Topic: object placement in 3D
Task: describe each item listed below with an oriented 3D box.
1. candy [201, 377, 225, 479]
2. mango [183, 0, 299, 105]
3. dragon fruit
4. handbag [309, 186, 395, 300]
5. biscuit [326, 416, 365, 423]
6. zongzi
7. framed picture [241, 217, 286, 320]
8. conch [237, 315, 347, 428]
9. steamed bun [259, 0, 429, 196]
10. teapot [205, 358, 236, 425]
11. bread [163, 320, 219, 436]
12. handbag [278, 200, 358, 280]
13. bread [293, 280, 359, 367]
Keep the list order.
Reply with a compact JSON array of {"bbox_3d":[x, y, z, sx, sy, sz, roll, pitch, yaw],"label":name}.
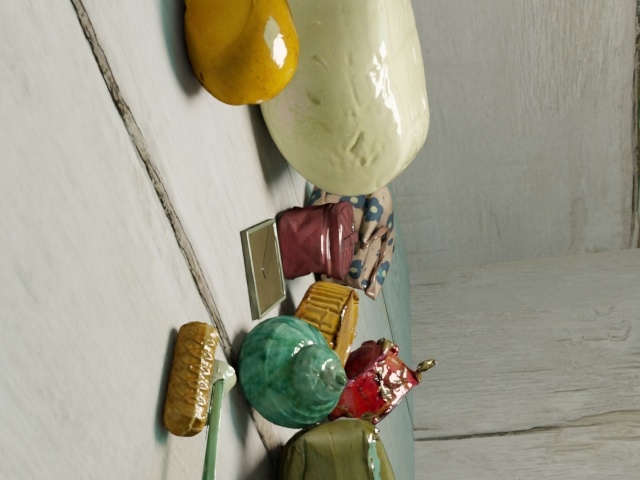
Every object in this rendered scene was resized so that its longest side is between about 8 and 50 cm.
[{"bbox_3d":[-0.127,0.304,1.044,0.093,0.092,0.336,-43,-145,46],"label":"candy"},{"bbox_3d":[-0.119,-0.326,1.358,0.191,0.160,0.290,33,42,-69],"label":"mango"},{"bbox_3d":[0.098,0.300,2.002,0.147,0.282,0.211,48,10,1],"label":"dragon fruit"},{"bbox_3d":[0.066,0.004,2.094,0.193,0.190,0.251,-71,159,-44],"label":"handbag"},{"bbox_3d":[0.032,0.418,1.727,0.049,0.181,0.208,34,44,-28],"label":"biscuit"},{"bbox_3d":[0.047,0.476,1.487,0.356,0.174,0.393,121,-48,-80],"label":"zongzi"},{"bbox_3d":[-0.096,0.045,1.611,0.203,0.015,0.150,-38,121,-77],"label":"framed picture"},{"bbox_3d":[-0.035,0.194,1.424,0.202,0.196,0.134,36,-52,41],"label":"conch"},{"bbox_3d":[0.024,-0.318,1.754,0.371,0.290,0.456,-46,127,-70],"label":"steamed bun"},{"bbox_3d":[-0.142,0.195,1.171,0.083,0.057,0.067,-69,163,-52],"label":"teapot"},{"bbox_3d":[-0.154,0.162,1.121,0.044,0.052,0.157,120,-19,-45],"label":"bread"},{"bbox_3d":[0.000,0.000,1.838,0.225,0.135,0.146,-42,130,-79],"label":"handbag"},{"bbox_3d":[0.003,0.169,1.764,0.199,0.104,0.199,14,90,-77],"label":"bread"}]
